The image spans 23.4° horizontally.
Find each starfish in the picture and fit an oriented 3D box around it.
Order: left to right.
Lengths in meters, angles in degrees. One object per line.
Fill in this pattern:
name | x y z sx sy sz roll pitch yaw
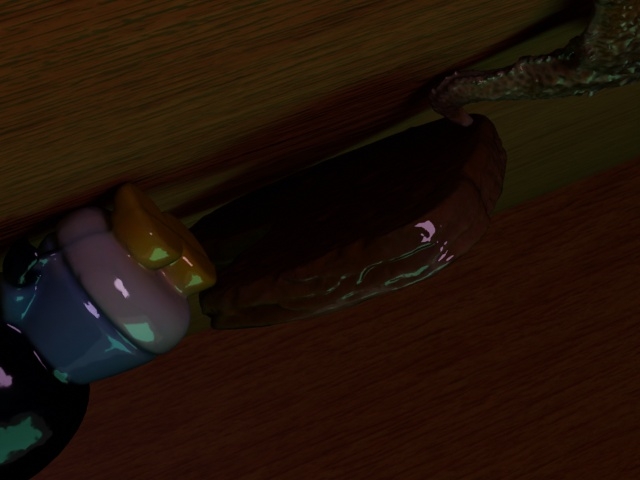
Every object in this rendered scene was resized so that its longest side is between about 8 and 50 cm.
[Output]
starfish | 0.217 -0.139 0.948 0.299 0.060 0.302 -20 175 -5

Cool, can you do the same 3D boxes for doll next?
doll | -0.211 0.084 0.939 0.314 0.141 0.177 -36 147 7

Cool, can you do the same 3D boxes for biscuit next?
biscuit | 0.001 0.002 1.039 0.262 0.052 0.277 -22 -166 16
